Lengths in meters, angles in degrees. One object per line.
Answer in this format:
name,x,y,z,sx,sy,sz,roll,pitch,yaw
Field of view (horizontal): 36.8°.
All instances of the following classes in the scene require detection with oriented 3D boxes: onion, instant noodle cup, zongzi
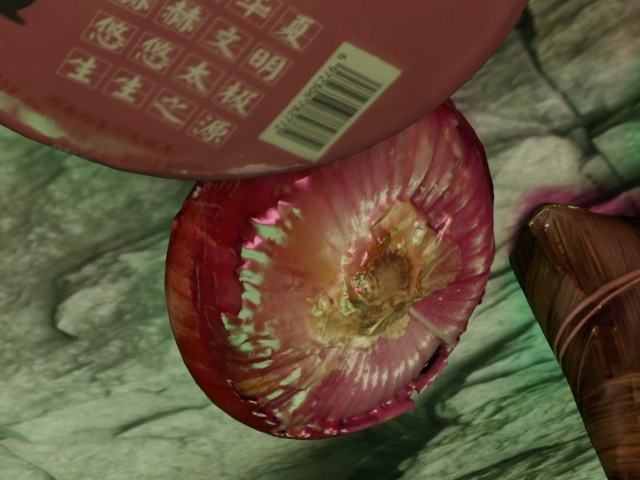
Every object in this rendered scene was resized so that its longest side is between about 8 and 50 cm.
onion,0.000,0.000,0.593,0.229,0.163,0.230,-13,116,-29
instant noodle cup,-0.044,-0.165,0.370,0.234,0.179,0.235,-7,139,-7
zongzi,0.278,0.081,0.674,0.247,0.241,0.111,-1,141,-14
